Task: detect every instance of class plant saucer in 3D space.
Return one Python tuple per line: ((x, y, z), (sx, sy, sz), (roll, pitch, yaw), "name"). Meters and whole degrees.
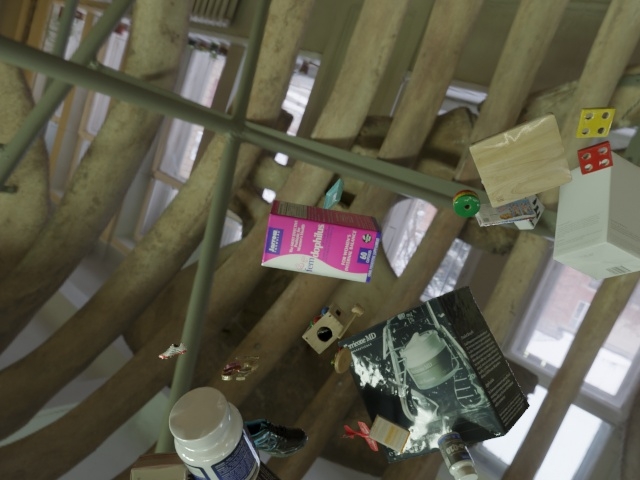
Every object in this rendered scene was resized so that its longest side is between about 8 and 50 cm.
((0.036, -0.127, 1.360), (0.018, 0.067, 0.192), (14, 171, -8), "plant saucer")

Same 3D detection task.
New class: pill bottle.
((-0.237, 0.458, 1.051), (0.153, 0.264, 0.153), (-6, -140, 5), "pill bottle")
((0.417, 0.664, 1.413), (0.078, 0.078, 0.137), (16, -151, -24), "pill bottle")

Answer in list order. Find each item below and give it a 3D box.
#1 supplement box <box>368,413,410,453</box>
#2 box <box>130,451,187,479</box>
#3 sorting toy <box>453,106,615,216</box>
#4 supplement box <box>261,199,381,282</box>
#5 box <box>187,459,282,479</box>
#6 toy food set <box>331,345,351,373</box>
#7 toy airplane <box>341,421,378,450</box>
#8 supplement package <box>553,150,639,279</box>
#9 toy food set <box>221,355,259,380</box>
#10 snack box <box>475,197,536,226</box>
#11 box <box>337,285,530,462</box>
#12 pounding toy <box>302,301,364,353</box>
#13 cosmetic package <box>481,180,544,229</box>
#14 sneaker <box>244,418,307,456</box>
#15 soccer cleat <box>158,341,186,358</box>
((0.189, 0.530, 1.276), (0.098, 0.062, 0.036), (26, 174, 7), "supplement box")
((-0.459, 0.692, 1.331), (0.149, 0.126, 0.232), (2, 164, -16), "box")
((0.343, -0.142, 0.782), (0.132, 0.275, 0.046), (56, -154, -29), "sorting toy")
((0.000, 0.000, 0.940), (0.220, 0.111, 0.114), (9, -161, -3), "supplement box")
((-0.269, 0.915, 1.544), (0.313, 0.178, 0.343), (6, -174, -41), "box")
((0.066, 0.358, 1.395), (0.020, 0.083, 0.082), (12, 140, 39), "toy food set")
((0.140, 0.653, 1.563), (0.151, 0.151, 0.028), (21, -143, 5), "toy airplane")
((0.804, -0.066, 1.317), (0.175, 0.292, 0.177), (23, 158, -14), "supplement package")
((-0.179, 0.284, 1.014), (0.078, 0.019, 0.122), (-4, -174, 12), "toy food set")
((0.542, -0.083, 1.366), (0.178, 0.064, 0.022), (-8, 154, -12), "snack box")
((0.398, 0.484, 1.697), (0.297, 0.480, 0.471), (-3, -115, -51), "box")
((0.041, 0.260, 1.506), (0.094, 0.206, 0.181), (45, -168, 3), "pounding toy")
((0.638, -0.150, 1.529), (0.239, 0.099, 0.060), (43, 159, -21), "cosmetic package")
((-0.217, 0.849, 2.012), (0.341, 0.139, 0.125), (5, -148, -16), "sneaker")
((-0.422, 0.312, 1.321), (0.083, 0.035, 0.029), (-16, -176, 8), "soccer cleat")
